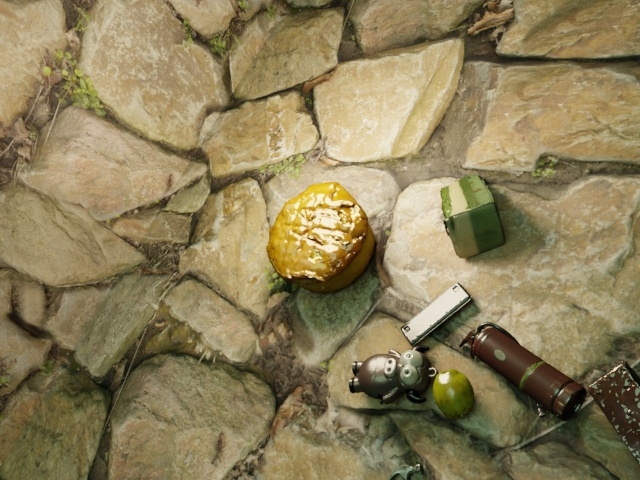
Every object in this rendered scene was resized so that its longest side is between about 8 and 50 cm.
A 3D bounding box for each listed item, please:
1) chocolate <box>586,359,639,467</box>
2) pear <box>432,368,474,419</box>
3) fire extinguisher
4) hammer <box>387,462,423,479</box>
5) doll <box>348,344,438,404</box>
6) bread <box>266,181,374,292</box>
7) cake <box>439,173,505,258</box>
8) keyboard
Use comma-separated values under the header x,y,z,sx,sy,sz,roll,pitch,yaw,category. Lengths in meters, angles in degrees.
x,y,z,sx,sy,sz,roll,pitch,yaw,category
0.722,0.429,1.176,0.112,0.112,0.321,-38,50,22,chocolate
0.357,0.411,1.424,0.107,0.107,0.131,-28,67,18,pear
0.501,0.328,1.375,0.341,0.105,0.142,36,115,48,fire extinguisher
0.233,0.716,1.382,0.103,0.029,0.247,-19,57,24,hammer
0.209,0.382,1.526,0.257,0.117,0.182,-14,44,31,doll
0.000,0.000,1.819,0.397,0.215,0.399,-15,58,25,bread
0.466,-0.077,1.660,0.157,0.172,0.284,-19,22,16,cake
0.341,0.218,1.584,0.230,0.025,0.094,-40,38,8,keyboard
